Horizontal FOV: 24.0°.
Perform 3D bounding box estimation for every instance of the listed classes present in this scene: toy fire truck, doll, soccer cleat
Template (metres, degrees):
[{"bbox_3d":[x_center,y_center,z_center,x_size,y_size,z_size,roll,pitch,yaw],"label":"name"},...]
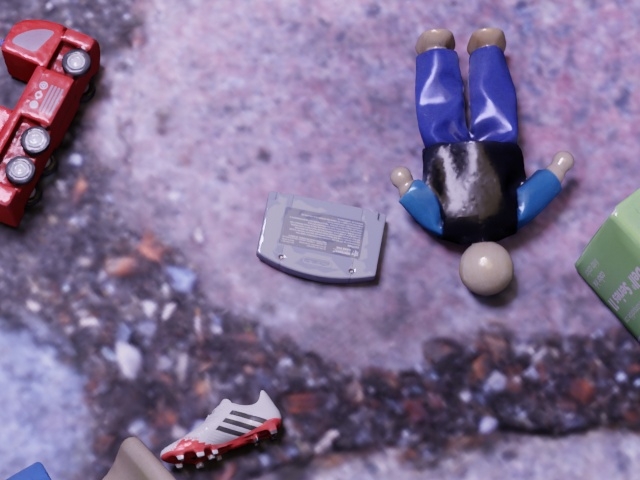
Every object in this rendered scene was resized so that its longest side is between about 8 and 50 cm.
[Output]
[{"bbox_3d":[-0.245,-0.076,1.020,0.135,0.047,0.192,22,71,4],"label":"toy fire truck"},{"bbox_3d":[0.111,-0.054,1.042,0.129,0.046,0.189,-1,71,-4],"label":"doll"},{"bbox_3d":[-0.066,0.123,0.980,0.083,0.029,0.036,-17,65,-13],"label":"soccer cleat"}]

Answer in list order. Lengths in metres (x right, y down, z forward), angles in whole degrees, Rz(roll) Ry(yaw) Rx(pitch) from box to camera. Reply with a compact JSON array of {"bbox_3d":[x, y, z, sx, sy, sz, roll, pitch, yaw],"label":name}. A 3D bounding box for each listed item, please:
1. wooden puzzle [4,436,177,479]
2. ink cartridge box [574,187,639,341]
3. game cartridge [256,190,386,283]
[{"bbox_3d":[-0.214,0.229,0.783,0.348,0.322,0.080,-34,106,-12],"label":"wooden puzzle"},{"bbox_3d":[0.364,0.074,0.982,0.207,0.119,0.353,-36,77,-15],"label":"ink cartridge box"},{"bbox_3d":[0.000,0.000,1.032,0.083,0.017,0.056,12,68,-1],"label":"game cartridge"}]
